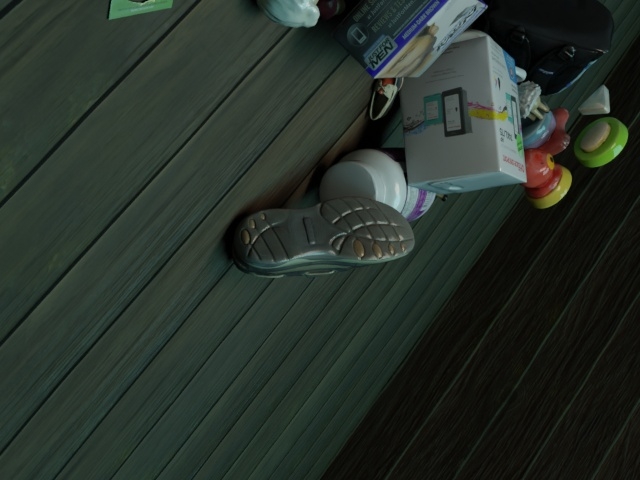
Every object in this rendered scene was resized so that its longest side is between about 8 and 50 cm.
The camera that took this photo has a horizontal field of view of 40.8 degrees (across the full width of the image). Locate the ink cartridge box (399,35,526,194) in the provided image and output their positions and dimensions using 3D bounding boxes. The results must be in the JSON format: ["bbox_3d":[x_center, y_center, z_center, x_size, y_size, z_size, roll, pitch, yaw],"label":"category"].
[{"bbox_3d":[0.290,-0.244,1.757,0.198,0.197,0.270,6,78,-62],"label":"ink cartridge box"}]

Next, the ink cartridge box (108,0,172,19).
[{"bbox_3d":[-0.162,-0.336,0.947,0.109,0.062,0.209,-34,150,-50],"label":"ink cartridge box"}]

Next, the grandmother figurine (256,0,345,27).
[{"bbox_3d":[0.035,-0.409,1.263,0.342,0.104,0.208,-41,157,-33],"label":"grandmother figurine"}]

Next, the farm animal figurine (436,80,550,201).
[{"bbox_3d":[0.362,-0.260,2.120,0.330,0.172,0.327,-54,-164,-3],"label":"farm animal figurine"}]

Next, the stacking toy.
[{"bbox_3d":[0.572,-0.264,2.082,0.279,0.130,0.309,-35,-146,30],"label":"stacking toy"}]

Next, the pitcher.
[{"bbox_3d":[0.372,-0.400,1.953,0.207,0.178,0.125,23,71,-71],"label":"pitcher"}]

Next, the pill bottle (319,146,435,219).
[{"bbox_3d":[0.118,-0.108,1.788,0.301,0.169,0.169,-13,131,-63],"label":"pill bottle"}]

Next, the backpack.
[{"bbox_3d":[0.523,-0.479,2.065,0.355,0.290,0.273,90,20,-68],"label":"backpack"}]

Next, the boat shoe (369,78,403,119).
[{"bbox_3d":[0.128,-0.299,1.713,0.043,0.049,0.137,-40,158,-36],"label":"boat shoe"}]

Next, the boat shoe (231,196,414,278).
[{"bbox_3d":[0.000,0.000,1.596,0.355,0.132,0.130,0,160,-22],"label":"boat shoe"}]

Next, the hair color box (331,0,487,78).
[{"bbox_3d":[0.160,-0.370,1.442,0.185,0.110,0.339,-44,173,21],"label":"hair color box"}]
